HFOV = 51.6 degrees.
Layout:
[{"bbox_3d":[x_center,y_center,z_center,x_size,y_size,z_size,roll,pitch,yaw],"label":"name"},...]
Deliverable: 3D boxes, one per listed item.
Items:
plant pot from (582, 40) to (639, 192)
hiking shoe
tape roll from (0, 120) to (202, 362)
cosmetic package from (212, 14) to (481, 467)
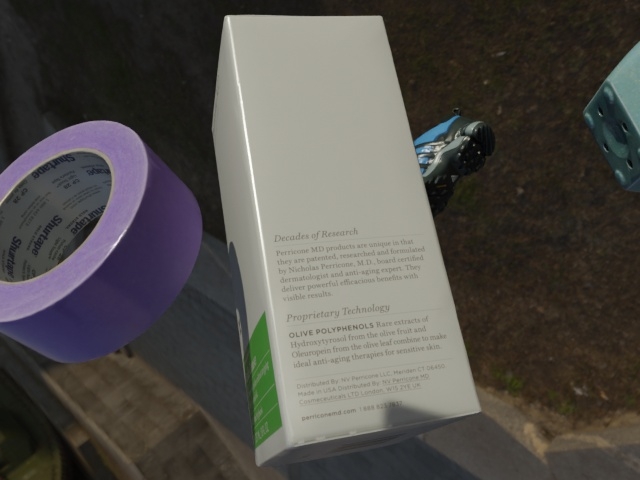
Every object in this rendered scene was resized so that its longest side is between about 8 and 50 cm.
[{"bbox_3d":[0.550,-0.203,0.983,0.248,0.252,0.247,58,-171,-77],"label":"plant pot"},{"bbox_3d":[0.205,-0.130,1.319,0.113,0.304,0.132,52,176,-39],"label":"hiking shoe"},{"bbox_3d":[-0.198,-0.002,0.545,0.189,0.189,0.080,27,164,37],"label":"tape roll"},{"bbox_3d":[0.000,0.000,0.604,0.197,0.155,0.365,116,145,-63],"label":"cosmetic package"}]
